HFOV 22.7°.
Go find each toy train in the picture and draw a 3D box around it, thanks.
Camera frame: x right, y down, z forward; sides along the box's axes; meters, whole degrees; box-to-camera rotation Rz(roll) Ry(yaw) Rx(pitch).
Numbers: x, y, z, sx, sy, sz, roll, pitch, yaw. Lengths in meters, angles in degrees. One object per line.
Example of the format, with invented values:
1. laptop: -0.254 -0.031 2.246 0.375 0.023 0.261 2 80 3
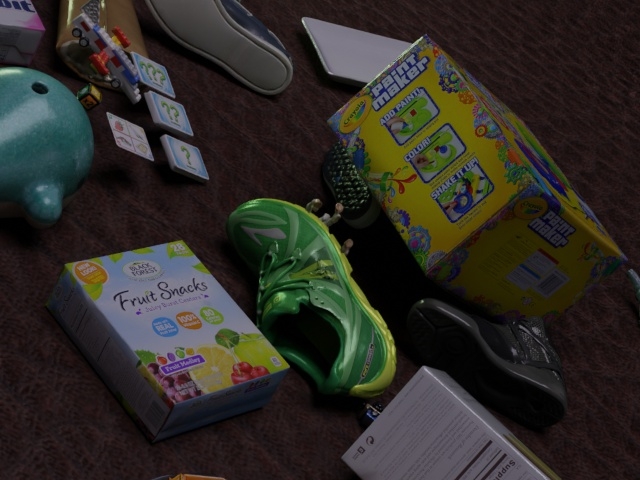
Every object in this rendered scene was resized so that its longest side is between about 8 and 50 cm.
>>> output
1. toy train: 0.105 0.236 1.795 0.158 0.027 0.036 37 44 7

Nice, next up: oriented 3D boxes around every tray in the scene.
1. tray: 0.099 -0.264 2.448 0.270 0.030 0.145 9 40 -31

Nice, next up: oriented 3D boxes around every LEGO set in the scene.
1. LEGO set: -0.219 -0.183 1.941 0.244 0.060 0.182 22 42 -58

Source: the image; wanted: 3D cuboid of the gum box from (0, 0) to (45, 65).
1. gum box: -0.443 -0.282 1.988 0.188 0.062 0.107 4 43 -37

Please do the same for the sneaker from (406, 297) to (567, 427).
1. sneaker: 0.207 0.128 1.969 0.228 0.087 0.130 30 31 -8

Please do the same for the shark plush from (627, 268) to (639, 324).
1. shark plush: 0.491 0.103 2.252 0.073 0.067 0.161 8 40 -33

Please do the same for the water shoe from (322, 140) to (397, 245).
1. water shoe: 0.055 -0.067 2.134 0.080 0.073 0.203 47 21 -32

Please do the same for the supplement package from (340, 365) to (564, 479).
1. supplement package: 0.165 0.262 1.668 0.244 0.134 0.139 42 4 15

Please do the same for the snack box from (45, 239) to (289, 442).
1. snack box: -0.164 0.102 1.706 0.174 0.070 0.207 -14 52 -48

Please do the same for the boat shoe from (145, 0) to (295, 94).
1. boat shoe: -0.141 -0.304 2.234 0.255 0.095 0.079 33 20 -12

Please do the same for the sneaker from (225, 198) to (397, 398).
1. sneaker: -0.025 0.060 1.842 0.124 0.109 0.295 -4 47 -46

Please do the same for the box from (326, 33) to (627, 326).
1. box: 0.200 -0.062 2.040 0.290 0.177 0.279 31 22 -52

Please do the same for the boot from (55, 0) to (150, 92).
1. boot: -0.336 -0.330 2.120 0.236 0.089 0.269 16 37 -22

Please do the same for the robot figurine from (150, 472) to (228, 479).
1. robot figurine: -0.042 0.305 1.524 0.291 0.085 0.211 17 35 -23

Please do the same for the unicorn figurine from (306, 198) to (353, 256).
1. unicorn figurine: 0.000 0.000 1.965 0.060 0.111 0.161 17 54 -12

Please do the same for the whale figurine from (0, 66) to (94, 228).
1. whale figurine: -0.361 -0.102 1.745 0.216 0.141 0.272 41 34 13
